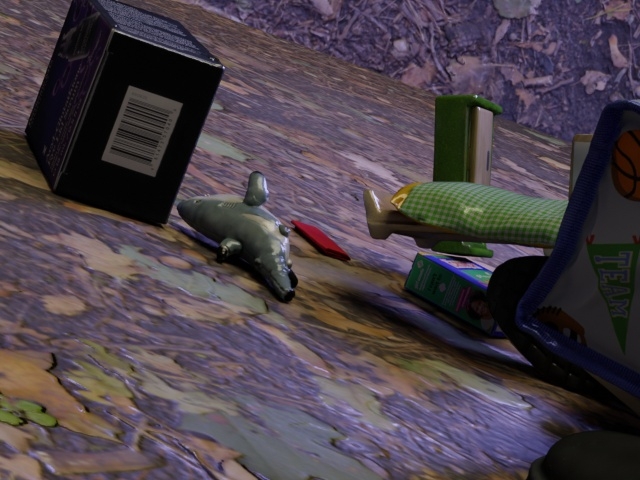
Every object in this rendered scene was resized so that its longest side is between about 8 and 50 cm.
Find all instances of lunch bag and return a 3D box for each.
[{"bbox_3d":[0.401,0.042,1.342,0.385,0.239,0.328,32,23,29],"label":"lunch bag"}]

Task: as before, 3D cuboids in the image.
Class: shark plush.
[{"bbox_3d":[-0.063,0.012,1.580,0.067,0.073,0.161,-6,45,-27],"label":"shark plush"}]

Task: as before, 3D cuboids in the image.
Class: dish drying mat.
[{"bbox_3d":[0.000,0.000,1.795,0.032,0.008,0.083,17,11,-29],"label":"dish drying mat"}]

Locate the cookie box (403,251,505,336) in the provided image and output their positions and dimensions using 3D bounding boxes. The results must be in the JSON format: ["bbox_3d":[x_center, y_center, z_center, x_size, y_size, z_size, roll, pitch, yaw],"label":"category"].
[{"bbox_3d":[0.147,0.051,1.751,0.107,0.040,0.092,28,12,33],"label":"cookie box"}]

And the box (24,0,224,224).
[{"bbox_3d":[-0.179,-0.123,1.660,0.108,0.153,0.207,17,11,-21],"label":"box"}]

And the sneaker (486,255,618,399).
[{"bbox_3d":[0.268,0.098,1.682,0.283,0.107,0.124,24,-4,-10],"label":"sneaker"}]

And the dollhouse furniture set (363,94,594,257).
[{"bbox_3d":[0.177,-0.063,1.688,0.198,0.151,0.301,3,-2,21],"label":"dollhouse furniture set"}]

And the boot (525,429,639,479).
[{"bbox_3d":[0.344,0.048,1.083,0.146,0.445,0.367,10,16,-47],"label":"boot"}]

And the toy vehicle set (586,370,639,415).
[{"bbox_3d":[0.343,0.081,1.594,0.166,0.035,0.267,39,42,9],"label":"toy vehicle set"}]
